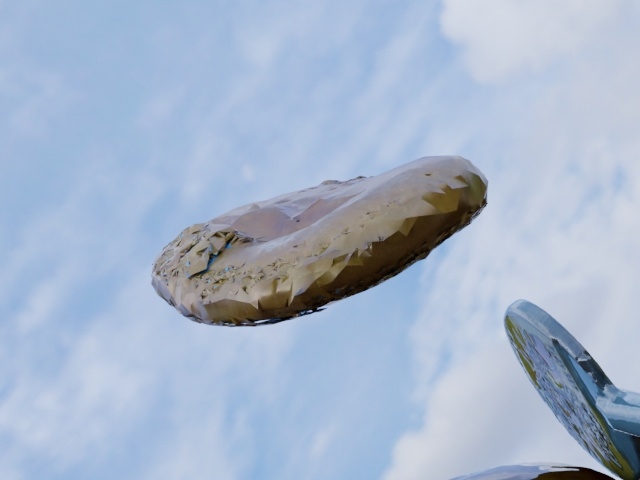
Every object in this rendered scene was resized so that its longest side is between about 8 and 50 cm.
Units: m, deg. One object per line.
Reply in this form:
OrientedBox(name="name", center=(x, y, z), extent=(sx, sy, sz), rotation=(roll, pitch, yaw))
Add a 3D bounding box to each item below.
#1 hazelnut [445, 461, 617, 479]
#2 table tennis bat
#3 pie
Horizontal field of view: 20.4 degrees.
OrientedBox(name="hazelnut", center=(0.227, 0.414, 1.774), extent=(0.402, 0.402, 0.429), rotation=(-61, 16, 10))
OrientedBox(name="table tennis bat", center=(0.269, 0.154, 1.756), extent=(0.044, 0.215, 0.329), rotation=(-34, 11, -10))
OrientedBox(name="pie", center=(0.000, -0.001, 1.250), extent=(0.273, 0.273, 0.069), rotation=(-24, -82, -48))
